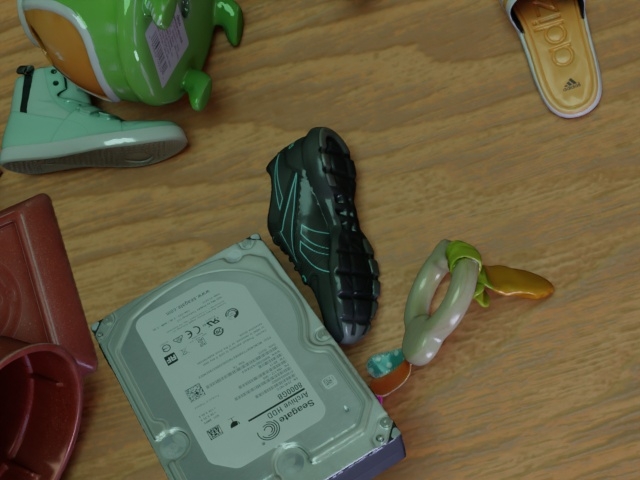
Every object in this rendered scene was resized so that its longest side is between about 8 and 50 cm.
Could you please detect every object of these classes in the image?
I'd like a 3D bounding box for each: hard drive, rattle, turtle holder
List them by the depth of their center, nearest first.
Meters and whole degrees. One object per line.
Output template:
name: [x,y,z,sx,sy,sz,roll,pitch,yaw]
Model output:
hard drive: [-0.091,0.164,1.154,0.237,0.064,0.339,-29,53,-10]
rattle: [0.157,0.108,1.197,0.130,0.143,0.199,17,84,56]
turtle holder: [-0.236,-0.328,1.281,0.228,0.243,0.320,8,82,16]

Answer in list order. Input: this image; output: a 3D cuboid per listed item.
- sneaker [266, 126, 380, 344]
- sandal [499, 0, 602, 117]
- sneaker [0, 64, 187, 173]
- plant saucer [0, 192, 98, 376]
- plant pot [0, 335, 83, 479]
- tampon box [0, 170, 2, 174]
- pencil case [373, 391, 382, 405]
sneaker: [0.000,0.000,1.250,0.106,0.101,0.267,-18,73,30]
sandal: [0.277,-0.280,1.234,0.102,0.076,0.265,-20,75,9]
sneaker: [-0.298,-0.174,1.343,0.256,0.094,0.151,-3,75,12]
plant saucer: [-0.449,0.093,1.351,0.258,0.048,0.259,-22,76,9]
plant pot: [-0.467,0.203,1.190,0.265,0.272,0.272,19,84,19]
tampon box: [-0.537,-0.114,1.374,0.161,0.120,0.101,38,90,17]
pencil case: [-0.044,0.219,1.202,0.236,0.104,0.104,0,79,13]
